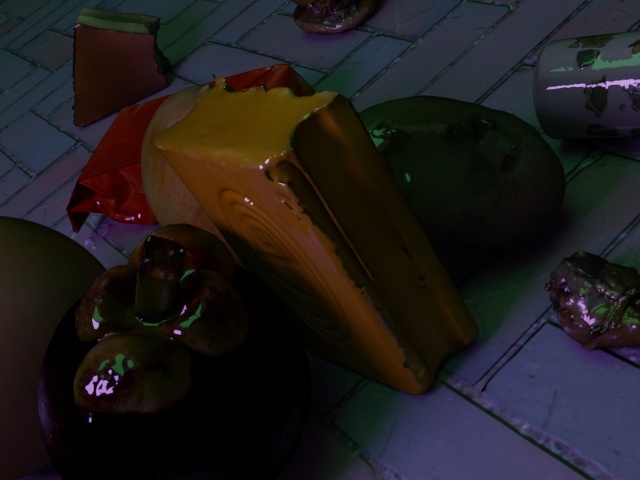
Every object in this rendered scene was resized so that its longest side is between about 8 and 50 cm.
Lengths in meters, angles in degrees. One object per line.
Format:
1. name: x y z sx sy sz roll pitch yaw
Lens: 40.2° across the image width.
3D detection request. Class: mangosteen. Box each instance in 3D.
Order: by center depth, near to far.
1. mangosteen: -0.137 0.115 0.817 0.275 0.302 0.275 0 43 0

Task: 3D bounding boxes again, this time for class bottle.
1. bottle: 0.368 -0.170 0.942 0.253 0.120 0.120 3 48 37

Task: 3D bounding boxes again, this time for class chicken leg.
1. chicken leg: 0.284 0.071 0.769 0.085 0.069 0.198 -25 35 -34

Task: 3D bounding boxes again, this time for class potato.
1. potato: 0.127 -0.070 0.921 0.262 0.165 0.165 0 39 -2

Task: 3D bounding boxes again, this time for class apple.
1. apple: -0.089 -0.068 1.037 0.261 0.261 0.194 42 112 54

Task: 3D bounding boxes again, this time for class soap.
1. soap: 0.000 -0.001 0.837 0.204 0.324 0.096 13 56 47

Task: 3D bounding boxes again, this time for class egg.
1. egg: -0.392 0.124 0.969 0.301 0.301 0.374 4 7 40

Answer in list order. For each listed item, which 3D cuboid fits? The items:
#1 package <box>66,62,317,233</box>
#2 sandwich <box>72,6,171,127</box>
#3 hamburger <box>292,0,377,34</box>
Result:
1. package: -0.197 -0.133 1.319 0.423 0.123 0.196 -10 38 26
2. sandwich: -0.389 -0.329 1.719 0.186 0.220 0.108 7 34 -9
3. hamburger: 0.030 -0.435 1.531 0.185 0.113 0.177 -5 37 22
